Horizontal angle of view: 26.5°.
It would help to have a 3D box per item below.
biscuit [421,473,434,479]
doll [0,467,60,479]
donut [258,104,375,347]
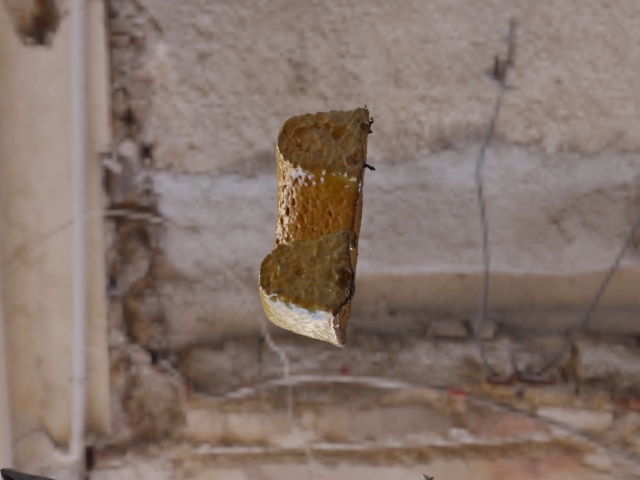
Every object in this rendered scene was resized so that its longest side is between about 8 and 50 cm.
[{"bbox_3d":[0.138,0.345,1.346,0.108,0.061,0.239,-15,-124,-45],"label":"biscuit"},{"bbox_3d":[-0.048,0.233,0.782,0.330,0.174,0.235,19,-143,-26],"label":"doll"},{"bbox_3d":[0.000,0.007,1.330,0.101,0.152,0.259,3,-129,2],"label":"donut"}]
